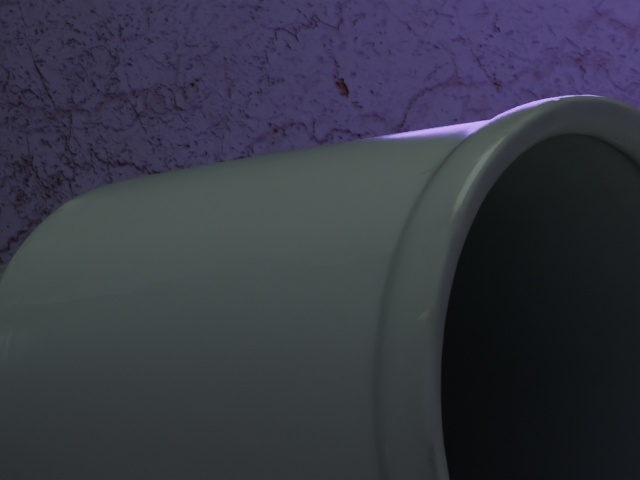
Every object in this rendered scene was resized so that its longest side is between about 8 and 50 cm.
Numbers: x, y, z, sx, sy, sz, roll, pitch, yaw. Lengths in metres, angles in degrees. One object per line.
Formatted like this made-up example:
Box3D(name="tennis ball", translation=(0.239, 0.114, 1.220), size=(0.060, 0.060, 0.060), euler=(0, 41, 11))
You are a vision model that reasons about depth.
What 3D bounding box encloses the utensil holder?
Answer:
Box3D(name="utensil holder", translation=(0.022, 0.097, 1.089), size=(0.385, 0.327, 0.328), euler=(-6, 4, 43))
